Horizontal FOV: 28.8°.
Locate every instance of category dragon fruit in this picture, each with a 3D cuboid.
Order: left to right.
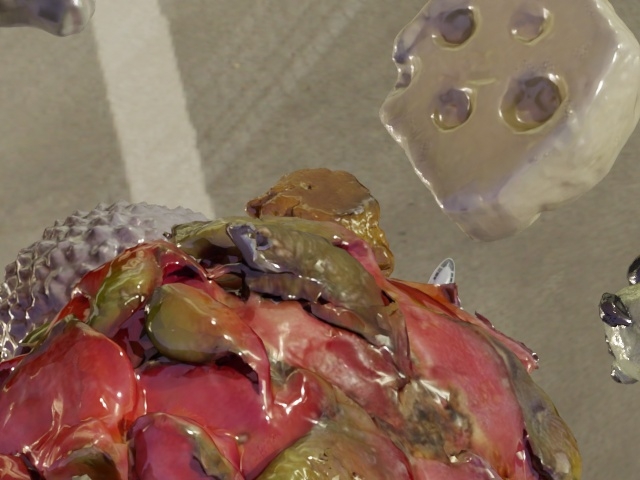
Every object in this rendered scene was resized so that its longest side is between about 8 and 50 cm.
[{"bbox_3d":[-0.045,0.129,0.531,0.250,0.291,0.269,56,130,21],"label":"dragon fruit"}]

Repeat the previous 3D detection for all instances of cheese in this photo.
[{"bbox_3d":[0.206,-0.161,1.397,0.318,0.115,0.326,9,72,42],"label":"cheese"}]

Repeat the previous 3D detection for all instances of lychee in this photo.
[{"bbox_3d":[-0.105,0.056,0.755,0.197,0.165,0.165,19,102,35],"label":"lychee"}]

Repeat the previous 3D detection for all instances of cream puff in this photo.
[{"bbox_3d":[0.000,0.000,0.986,0.122,0.116,0.094,7,123,5],"label":"cream puff"}]

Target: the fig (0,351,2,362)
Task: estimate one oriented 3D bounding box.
[{"bbox_3d":[-0.252,0.098,0.972,0.074,0.088,0.074,-4,60,7],"label":"fig"}]

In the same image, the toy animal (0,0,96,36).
[{"bbox_3d":[-0.279,-0.137,0.674,0.307,0.188,0.266,-9,53,-9],"label":"toy animal"}]

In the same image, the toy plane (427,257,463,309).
[{"bbox_3d":[0.127,0.101,1.500,0.162,0.065,0.171,21,68,6],"label":"toy plane"}]

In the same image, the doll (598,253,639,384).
[{"bbox_3d":[0.372,0.058,1.174,0.234,0.135,0.144,-23,82,3],"label":"doll"}]
